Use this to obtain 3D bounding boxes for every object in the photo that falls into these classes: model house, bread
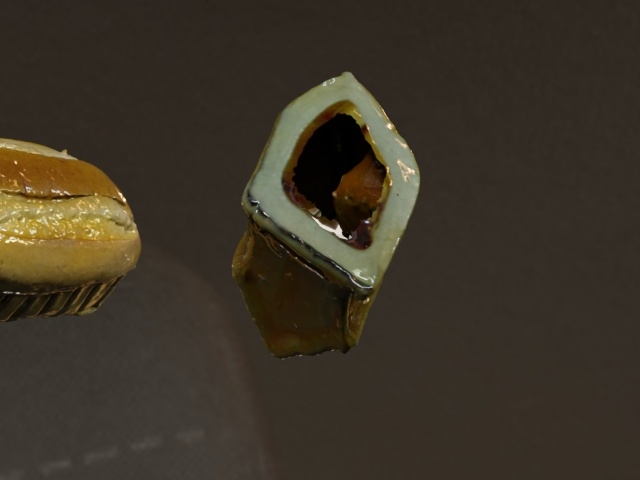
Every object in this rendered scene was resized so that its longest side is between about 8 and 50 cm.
[{"bbox_3d":[0.009,-0.006,1.788,0.173,0.268,0.239,20,-38,9],"label":"model house"},{"bbox_3d":[-0.250,-0.011,1.342,0.236,0.140,0.106,3,-36,-47],"label":"bread"}]
